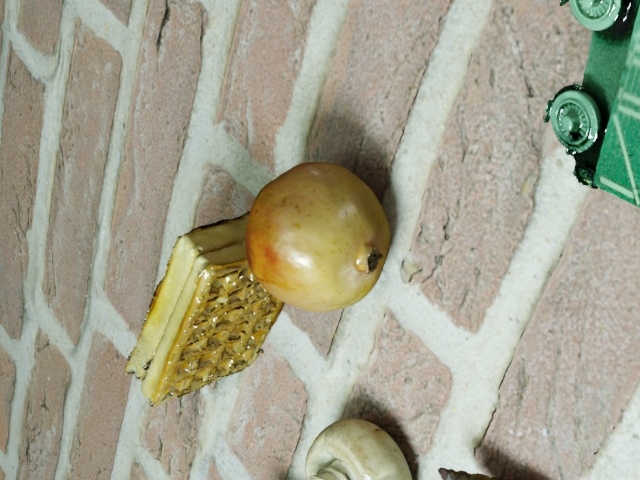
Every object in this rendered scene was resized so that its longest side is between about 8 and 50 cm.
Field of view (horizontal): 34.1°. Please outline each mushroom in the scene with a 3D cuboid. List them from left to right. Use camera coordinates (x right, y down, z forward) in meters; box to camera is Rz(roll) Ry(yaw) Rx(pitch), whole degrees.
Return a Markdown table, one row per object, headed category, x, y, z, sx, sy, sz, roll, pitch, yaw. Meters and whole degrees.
| category | x | y | z | sx | sy | sz | roll | pitch | yaw |
| --- | --- | --- | --- | --- | --- | --- | --- | --- | --- |
| mushroom | 0.047 | 0.328 | 1.421 | 0.166 | 0.127 | 0.166 | 24 | 126 | 37 |

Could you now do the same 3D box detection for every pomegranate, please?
| category | x | y | z | sx | sy | sz | roll | pitch | yaw |
| --- | --- | --- | --- | --- | --- | --- | --- | --- | --- |
| pomegranate | -0.001 | -0.002 | 1.319 | 0.191 | 0.191 | 0.191 | 21 | 119 | 44 |

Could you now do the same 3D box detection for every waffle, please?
| category | x | y | z | sx | sy | sz | roll | pitch | yaw |
| --- | --- | --- | --- | --- | --- | --- | --- | --- | --- |
| waffle | -0.145 | 0.092 | 1.491 | 0.091 | 0.213 | 0.308 | 47 | 133 | 23 |

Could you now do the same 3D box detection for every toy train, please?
| category | x | y | z | sx | sy | sz | roll | pitch | yaw |
| --- | --- | --- | --- | --- | --- | --- | --- | --- | --- |
| toy train | 0.297 | -0.159 | 0.956 | 0.154 | 0.115 | 0.269 | 37 | 128 | 43 |

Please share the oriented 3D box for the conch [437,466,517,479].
| category | x | y | z | sx | sy | sz | roll | pitch | yaw |
| --- | --- | --- | --- | --- | --- | --- | --- | --- | --- |
| conch | 0.244 | 0.332 | 1.235 | 0.233 | 0.086 | 0.080 | 18 | 75 | 30 |
